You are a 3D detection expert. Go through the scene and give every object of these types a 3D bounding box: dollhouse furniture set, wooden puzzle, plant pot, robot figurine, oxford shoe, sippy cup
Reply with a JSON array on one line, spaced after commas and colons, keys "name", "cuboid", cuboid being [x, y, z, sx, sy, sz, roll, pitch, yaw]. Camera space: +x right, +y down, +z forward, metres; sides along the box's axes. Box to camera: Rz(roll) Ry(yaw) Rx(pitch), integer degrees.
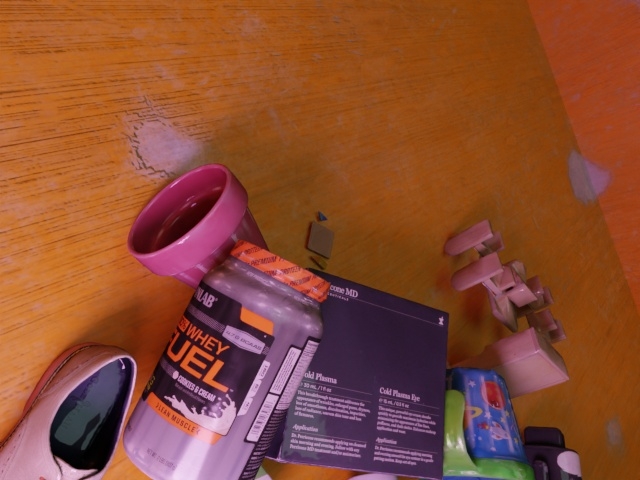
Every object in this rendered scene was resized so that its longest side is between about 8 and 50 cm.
[{"name": "dollhouse furniture set", "cuboid": [0.478, 0.223, 1.342, 0.362, 0.257, 0.394, 40, 34, -27]}, {"name": "wooden puzzle", "cuboid": [0.000, 0.000, 1.075, 0.079, 0.014, 0.116, 37, 57, -33]}, {"name": "plant pot", "cuboid": [-0.182, 0.004, 0.807, 0.180, 0.201, 0.201, 54, 49, -36]}, {"name": "robot figurine", "cuboid": [0.624, 0.664, 1.327, 0.209, 0.173, 0.278, 16, 62, -17]}, {"name": "oxford shoe", "cuboid": [-0.352, 0.309, 0.591, 0.141, 0.147, 0.396, 32, 59, -31]}, {"name": "sippy cup", "cuboid": [0.325, 0.404, 1.045, 0.240, 0.305, 0.224, 8, 58, -4]}]

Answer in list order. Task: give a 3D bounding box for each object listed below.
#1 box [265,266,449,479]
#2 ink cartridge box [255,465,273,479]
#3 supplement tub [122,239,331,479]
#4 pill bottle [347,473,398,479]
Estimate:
[{"name": "box", "cuboid": [0.056, 0.257, 0.911, 0.343, 0.179, 0.312, 21, 66, -26]}, {"name": "ink cartridge box", "cuboid": [-0.174, 0.442, 0.746, 0.219, 0.093, 0.160, -42, 106, -40]}, {"name": "supplement tub", "cuboid": [-0.120, 0.171, 0.682, 0.194, 0.194, 0.315, 31, 81, -32]}, {"name": "pill bottle", "cuboid": [0.112, 0.565, 0.876, 0.136, 0.136, 0.245, 23, 46, -35]}]
